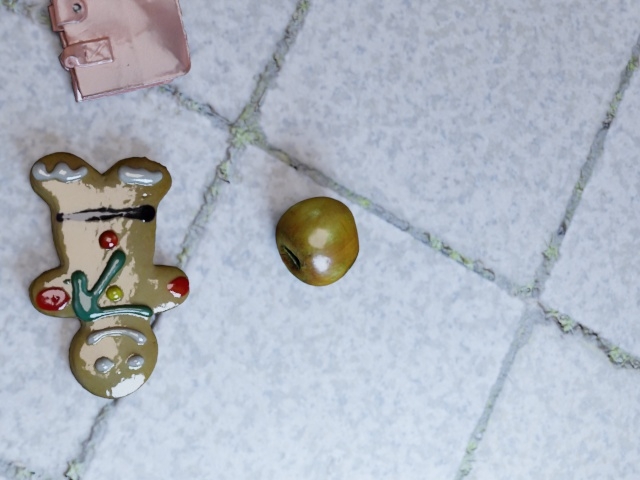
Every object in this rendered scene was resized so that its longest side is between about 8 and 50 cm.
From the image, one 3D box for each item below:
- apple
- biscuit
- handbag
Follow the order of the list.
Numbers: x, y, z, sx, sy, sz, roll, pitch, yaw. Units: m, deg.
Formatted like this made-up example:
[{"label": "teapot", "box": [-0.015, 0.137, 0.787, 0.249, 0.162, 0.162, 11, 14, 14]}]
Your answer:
[{"label": "apple", "box": [0.000, 0.000, 1.421, 0.102, 0.099, 0.114, -32, 99, -22]}, {"label": "biscuit", "box": [-0.254, 0.043, 1.342, 0.196, 0.049, 0.302, -2, 92, -21]}, {"label": "handbag", "box": [-0.253, -0.285, 1.334, 0.157, 0.059, 0.213, -16, 97, -23]}]
